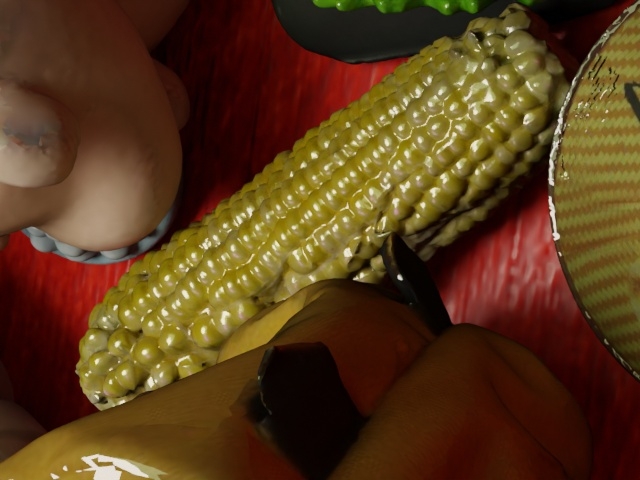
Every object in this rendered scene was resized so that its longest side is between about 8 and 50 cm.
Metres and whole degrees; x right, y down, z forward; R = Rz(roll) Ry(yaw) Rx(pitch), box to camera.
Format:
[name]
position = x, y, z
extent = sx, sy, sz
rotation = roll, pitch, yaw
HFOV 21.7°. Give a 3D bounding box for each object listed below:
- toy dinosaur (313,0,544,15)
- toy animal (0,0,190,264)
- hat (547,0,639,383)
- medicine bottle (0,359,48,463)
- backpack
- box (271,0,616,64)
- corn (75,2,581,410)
[toy dinosaur]
position = 0.057, -0.180, 0.619
extent = 0.152, 0.194, 0.177
rotation = 9, 118, 37
[toy animal]
position = -0.150, -0.103, 0.772
extent = 0.210, 0.229, 0.221
rotation = -1, 85, 32
[hat]
position = 0.163, -0.016, 0.586
extent = 0.193, 0.082, 0.193
rotation = 2, 94, 25
[medicine bottle]
position = -0.260, 0.131, 0.835
extent = 0.306, 0.245, 0.245
rotation = 41, 112, 22
[backpack]
position = -0.062, 0.180, 0.611
extent = 0.201, 0.353, 0.378
rotation = 39, 105, 9
[box]
position = 0.045, -0.188, 0.742
extent = 0.201, 0.042, 0.212
rotation = -9, 83, 35
[corn]
position = 0.000, 0.000, 0.741
extent = 0.288, 0.086, 0.086
rotation = -37, 66, 29
